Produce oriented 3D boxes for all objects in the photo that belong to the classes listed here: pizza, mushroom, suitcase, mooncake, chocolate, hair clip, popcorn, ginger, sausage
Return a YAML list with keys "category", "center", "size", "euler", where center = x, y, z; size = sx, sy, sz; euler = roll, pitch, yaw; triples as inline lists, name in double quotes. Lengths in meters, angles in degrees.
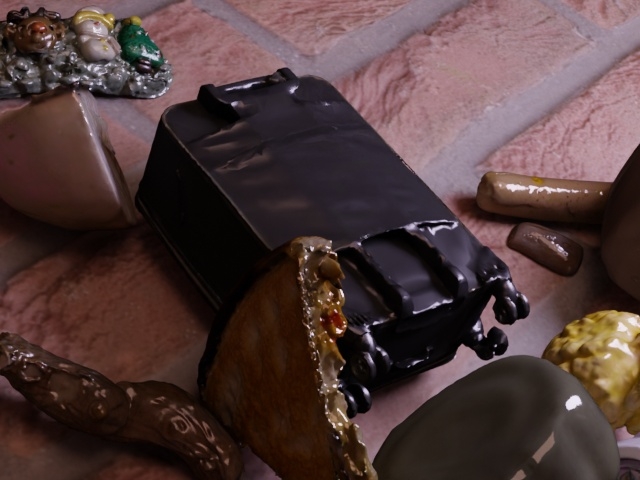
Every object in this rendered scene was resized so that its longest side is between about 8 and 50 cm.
- category: "pizza"
  center: [-0.014, 0.124, 1.542]
  size: [0.074, 0.251, 0.288]
  euler: [-10, 36, -37]
- category: "mushroom"
  center: [-0.311, -0.075, 1.776]
  size: [0.162, 0.173, 0.236]
  euler: [-18, 6, 0]
- category: "suitcase"
  center: [0.000, 0.000, 1.764]
  size: [0.283, 0.194, 0.434]
  euler: [-18, 56, -37]
- category: "mooncake"
  center: [0.169, 0.237, 1.544]
  size: [0.135, 0.275, 0.275]
  euler: [55, 39, -14]
- category: "chocolate"
  center: [0.296, 0.002, 2.029]
  size: [0.101, 0.031, 0.064]
  euler: [29, 36, 9]
- category: "hair clip"
  center: [-0.336, -0.244, 1.960]
  size: [0.321, 0.091, 0.138]
  euler: [-7, 51, -29]
- category: "popcorn"
  center: [0.332, 0.155, 1.770]
  size: [0.170, 0.180, 0.180]
  euler: [38, 42, 25]
- category: "ginger"
  center: [-0.200, 0.165, 1.568]
  size: [0.290, 0.122, 0.084]
  euler: [26, 80, -11]
- category: "sausage"
  center: [0.345, -0.055, 2.087]
  size: [0.301, 0.065, 0.065]
  euler: [2, 44, -21]

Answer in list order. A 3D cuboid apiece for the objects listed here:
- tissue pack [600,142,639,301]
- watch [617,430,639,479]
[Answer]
- category: "tissue pack"
  center: [0.567, -0.022, 1.980]
  size: [0.387, 0.267, 0.276]
  euler: [27, 51, -2]
- category: "watch"
  center: [0.375, 0.320, 1.637]
  size: [0.231, 0.196, 0.244]
  euler: [6, 44, -52]
